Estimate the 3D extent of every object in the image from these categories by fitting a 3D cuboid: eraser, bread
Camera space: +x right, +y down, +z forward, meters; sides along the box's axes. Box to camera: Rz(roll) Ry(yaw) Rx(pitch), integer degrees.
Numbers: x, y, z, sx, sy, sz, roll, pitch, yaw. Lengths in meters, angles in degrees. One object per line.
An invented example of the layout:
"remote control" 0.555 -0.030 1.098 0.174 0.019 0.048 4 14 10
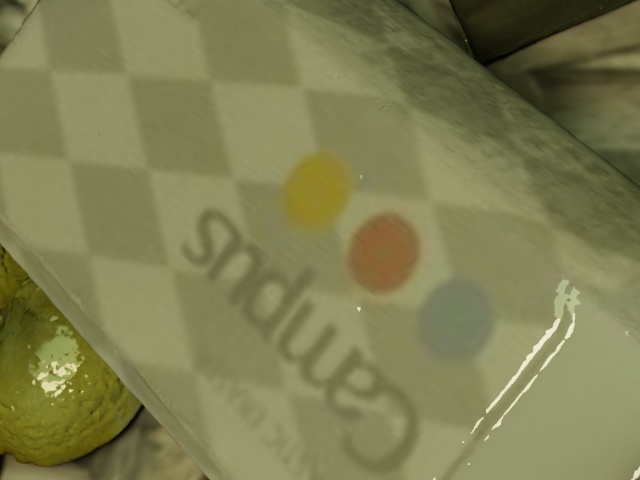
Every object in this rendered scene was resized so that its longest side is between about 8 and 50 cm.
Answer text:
"eraser" -0.001 0.000 0.704 0.397 0.082 0.213 44 104 32
"bread" -0.164 0.067 0.777 0.149 0.065 0.188 17 67 21

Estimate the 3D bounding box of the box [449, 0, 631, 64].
"box" 0.099 -0.240 0.791 0.155 0.149 0.231 -21 59 9
